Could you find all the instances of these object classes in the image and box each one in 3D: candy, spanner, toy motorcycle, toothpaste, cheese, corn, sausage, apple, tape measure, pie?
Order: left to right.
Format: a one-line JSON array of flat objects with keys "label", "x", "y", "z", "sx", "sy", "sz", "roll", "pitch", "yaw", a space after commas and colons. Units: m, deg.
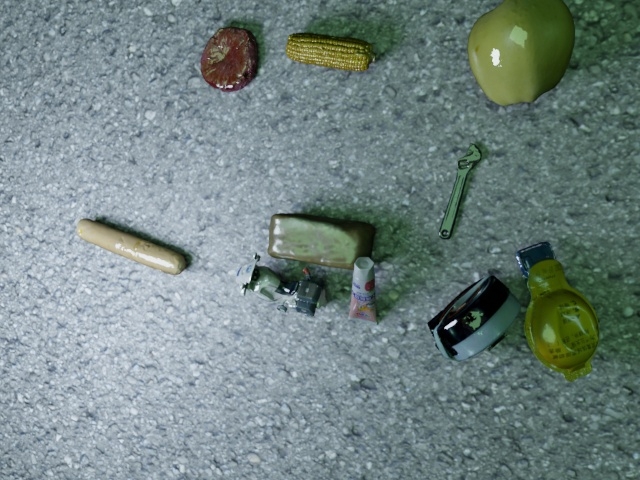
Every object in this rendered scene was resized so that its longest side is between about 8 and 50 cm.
[{"label": "sausage", "x": -0.472, "y": 0.017, "z": 1.261, "sx": 0.300, "sy": 0.066, "sz": 0.066, "roll": 18, "pitch": 99, "yaw": 13}, {"label": "pie", "x": -0.211, "y": -0.417, "z": 1.162, "sx": 0.153, "sy": 0.038, "sz": 0.154, "roll": 1, "pitch": 93, "yaw": 15}, {"label": "toy motorcycle", "x": -0.095, "y": 0.102, "z": 1.128, "sx": 0.220, "sy": 0.150, "sz": 0.102, "roll": 13, "pitch": 63, "yaw": 13}, {"label": "candy", "x": 0.000, "y": 0.000, "z": 1.110, "sx": 0.233, "sy": 0.102, "sz": 0.104, "roll": 9, "pitch": 96, "yaw": 16}, {"label": "corn", "x": 0.021, "y": -0.406, "z": 1.085, "sx": 0.207, "sy": 0.068, "sz": 0.068, "roll": 15, "pitch": 99, "yaw": 17}, {"label": "toothpaste", "x": 0.091, "y": 0.115, "z": 1.084, "sx": 0.067, "sy": 0.043, "sz": 0.195, "roll": 9, "pitch": 135, "yaw": 13}, {"label": "spanner", "x": 0.292, "y": -0.101, "z": 1.065, "sx": 0.046, "sy": 0.012, "sz": 0.209, "roll": 17, "pitch": 99, "yaw": 12}, {"label": "tape measure", "x": 0.303, "y": 0.156, "z": 0.999, "sx": 0.182, "sy": 0.181, "sz": 0.107, "roll": -43, "pitch": 87, "yaw": 14}, {"label": "apple", "x": 0.366, "y": -0.354, "z": 0.935, "sx": 0.199, "sy": 0.200, "sz": 0.200, "roll": 1, "pitch": 95, "yaw": 15}, {"label": "cheese", "x": 0.464, "y": 0.137, "z": 0.993, "sx": 0.176, "sy": 0.069, "sz": 0.271, "roll": -16, "pitch": 85, "yaw": -18}]
